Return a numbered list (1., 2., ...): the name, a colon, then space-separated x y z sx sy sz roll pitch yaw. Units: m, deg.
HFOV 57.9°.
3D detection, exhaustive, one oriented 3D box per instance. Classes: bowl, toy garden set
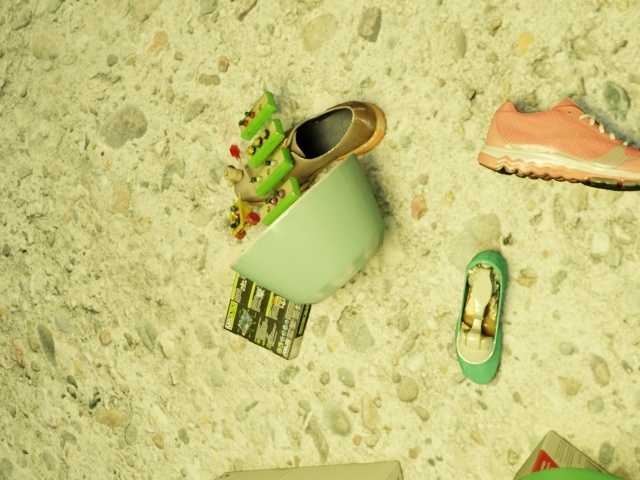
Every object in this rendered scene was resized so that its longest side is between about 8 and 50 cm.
1. bowl: 0.000 0.000 1.073 0.163 0.311 0.311 47 113 -2
2. toy garden set: -0.140 -0.138 1.141 0.204 0.049 0.244 -40 57 41

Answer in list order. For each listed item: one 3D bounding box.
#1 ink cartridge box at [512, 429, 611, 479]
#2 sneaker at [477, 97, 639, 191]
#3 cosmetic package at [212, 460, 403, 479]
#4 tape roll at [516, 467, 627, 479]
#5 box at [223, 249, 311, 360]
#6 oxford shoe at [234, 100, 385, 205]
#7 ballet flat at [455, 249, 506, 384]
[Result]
1. ink cartridge box: 0.430 0.453 0.889 0.272 0.197 0.114 36 110 23
2. sneaker: 0.413 -0.158 0.922 0.313 0.116 0.136 13 97 27
3. cosmetic package: -0.045 0.598 1.170 0.453 0.161 0.230 -16 85 27
4. tape roll: 0.362 0.473 0.769 0.321 0.077 0.322 5 99 31
5. box: -0.111 0.137 1.254 0.184 0.045 0.191 20 102 28
6. oxford shoe: -0.053 -0.178 1.159 0.363 0.132 0.130 -29 79 26
7. ballet flat: 0.277 0.140 1.021 0.083 0.087 0.248 7 96 27
